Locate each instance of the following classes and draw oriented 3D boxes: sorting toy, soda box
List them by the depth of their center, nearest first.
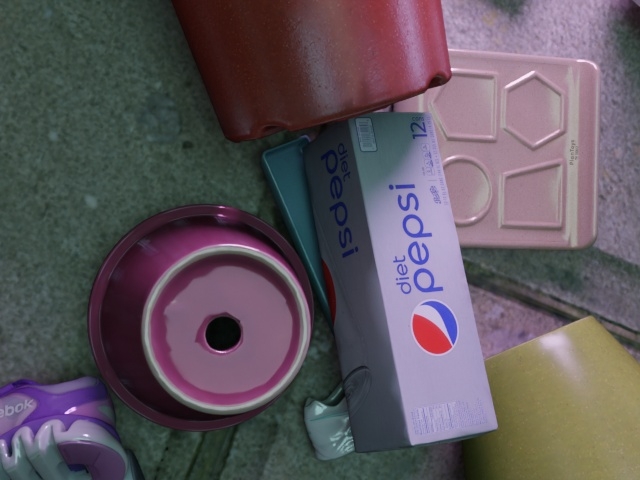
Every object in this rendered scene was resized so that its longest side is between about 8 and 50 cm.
[{"bbox_3d":[0.064,0.036,0.818,0.091,0.098,0.287,-4,78,-28],"label":"soda box"},{"bbox_3d":[0.172,-0.088,0.919,0.208,0.038,0.193,2,89,-10],"label":"sorting toy"}]

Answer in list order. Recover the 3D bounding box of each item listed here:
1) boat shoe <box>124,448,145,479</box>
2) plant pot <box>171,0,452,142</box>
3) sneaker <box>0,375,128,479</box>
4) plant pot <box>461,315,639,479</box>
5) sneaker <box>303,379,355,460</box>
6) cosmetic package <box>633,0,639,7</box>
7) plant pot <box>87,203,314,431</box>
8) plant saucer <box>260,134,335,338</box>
[{"bbox_3d":[-0.157,0.339,0.790,0.104,0.113,0.306,-21,92,-7],"label":"boat shoe"},{"bbox_3d":[-0.020,-0.233,0.765,0.272,0.272,0.265,-18,102,-14],"label":"plant pot"},{"bbox_3d":[-0.271,0.169,0.778,0.236,0.105,0.095,-11,130,5],"label":"sneaker"},{"bbox_3d":[0.243,0.229,0.838,0.274,0.275,0.294,-20,78,-14],"label":"plant pot"},{"bbox_3d":[0.055,0.149,0.875,0.152,0.053,0.061,-24,93,-13],"label":"sneaker"},{"bbox_3d":[0.513,-0.191,0.829,0.161,0.230,0.453,-40,79,-20],"label":"cosmetic package"},{"bbox_3d":[-0.090,0.066,0.773,0.201,0.180,0.202,0,89,-15],"label":"plant pot"},{"bbox_3d":[0.000,0.000,0.867,0.067,0.018,0.192,-28,98,-47],"label":"plant saucer"}]
